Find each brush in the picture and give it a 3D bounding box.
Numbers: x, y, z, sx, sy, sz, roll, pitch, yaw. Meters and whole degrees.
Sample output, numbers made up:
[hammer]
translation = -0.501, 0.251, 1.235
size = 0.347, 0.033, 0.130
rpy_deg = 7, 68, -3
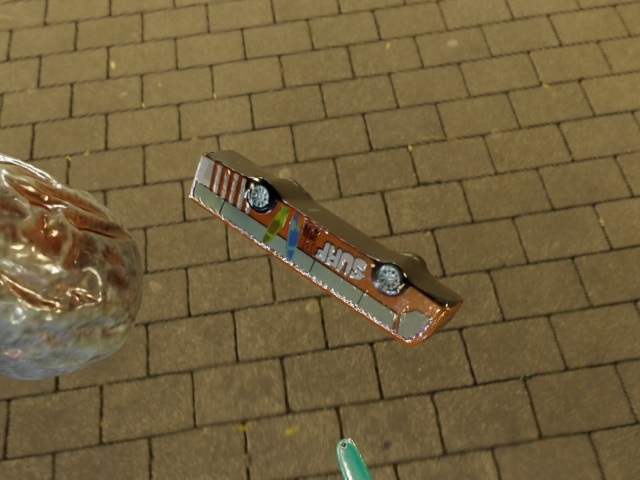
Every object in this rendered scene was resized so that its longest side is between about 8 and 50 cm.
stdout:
[brush]
translation = 0.065, 0.379, 1.078
size = 0.043, 0.032, 0.193
rpy_deg = -27, 33, -1

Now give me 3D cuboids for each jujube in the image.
[jujube]
translation = -0.338, 0.026, 0.775
size = 0.246, 0.308, 0.216
rpy_deg = 27, 91, 32

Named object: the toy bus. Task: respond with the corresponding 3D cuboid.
[toy bus]
translation = 0.000, 0.000, 0.961
size = 0.408, 0.092, 0.093
rpy_deg = 33, 21, 21
